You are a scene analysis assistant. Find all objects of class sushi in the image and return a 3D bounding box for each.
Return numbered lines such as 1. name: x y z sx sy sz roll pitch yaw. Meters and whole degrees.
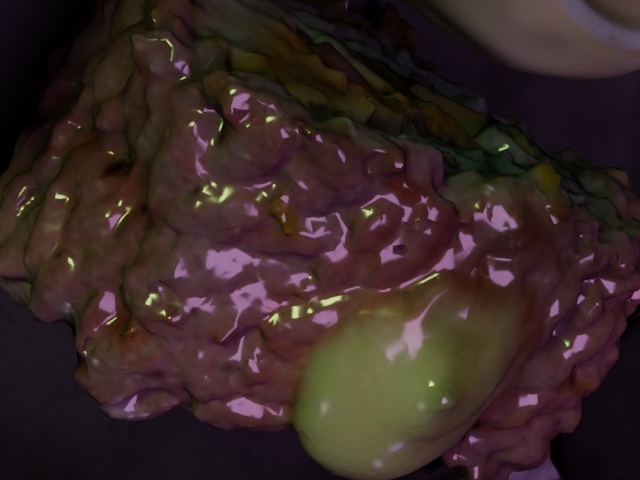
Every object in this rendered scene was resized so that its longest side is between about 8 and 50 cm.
1. sushi: 0.000 0.000 0.603 0.270 0.236 0.171 20 111 -41

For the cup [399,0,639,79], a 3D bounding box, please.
1. cup: 0.113 -0.166 0.597 0.255 0.202 0.173 -1 114 -31
